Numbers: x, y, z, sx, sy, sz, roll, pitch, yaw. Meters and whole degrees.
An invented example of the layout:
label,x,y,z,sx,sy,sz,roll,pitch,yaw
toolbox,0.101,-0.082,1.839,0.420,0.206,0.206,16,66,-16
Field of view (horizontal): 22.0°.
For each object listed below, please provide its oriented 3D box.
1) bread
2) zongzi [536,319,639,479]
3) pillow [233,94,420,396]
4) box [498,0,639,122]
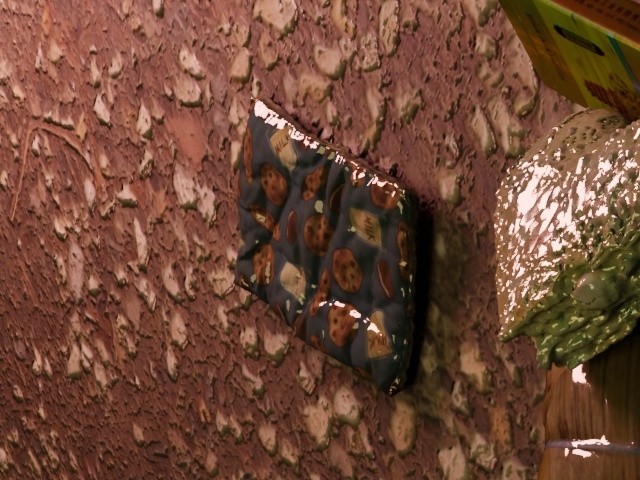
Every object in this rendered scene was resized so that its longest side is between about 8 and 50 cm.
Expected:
label,x,y,z,sx,sy,sz,roll,pitch,yaw
bread,0.158,-0.005,0.983,0.172,0.064,0.232,-64,18,1
zongzi,0.264,0.092,0.971,0.323,0.160,0.360,-17,58,39
pillow,0.001,0.002,1.381,0.255,0.034,0.188,33,125,47
box,0.190,-0.106,1.018,0.193,0.030,0.121,39,170,44
